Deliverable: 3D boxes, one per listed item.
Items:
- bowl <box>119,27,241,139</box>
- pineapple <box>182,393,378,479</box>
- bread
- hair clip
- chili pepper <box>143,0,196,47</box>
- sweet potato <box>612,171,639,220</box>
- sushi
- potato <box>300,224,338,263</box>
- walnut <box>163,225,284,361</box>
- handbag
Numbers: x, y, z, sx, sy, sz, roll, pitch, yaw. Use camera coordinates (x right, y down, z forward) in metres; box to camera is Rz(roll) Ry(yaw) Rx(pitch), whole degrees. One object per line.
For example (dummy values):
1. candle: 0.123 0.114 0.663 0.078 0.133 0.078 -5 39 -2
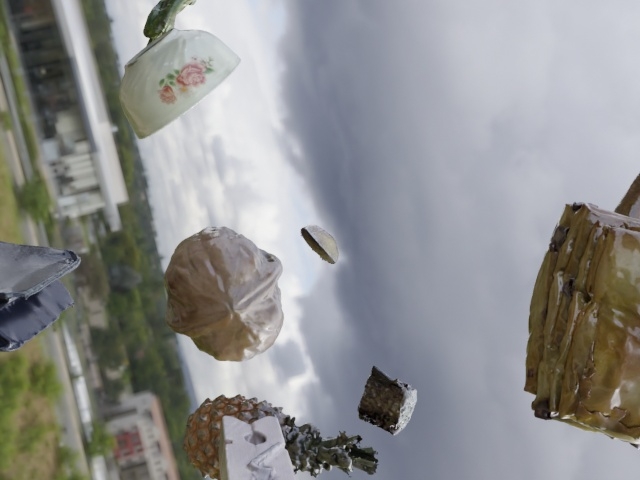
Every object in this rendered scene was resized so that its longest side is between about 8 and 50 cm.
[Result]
1. bowl: -0.314 -0.347 2.220 0.145 0.277 0.277 52 -2 -19
2. pineapple: -0.075 0.358 1.842 0.361 0.175 0.175 0 -72 41
3. bread: 0.434 0.111 1.440 0.167 0.277 0.325 117 -13 -73
4. hair clip: -0.086 0.320 1.398 0.331 0.101 0.085 -130 -137 -77
5. chili pepper: -0.348 -0.484 2.360 0.073 0.204 0.072 37 -21 -21
6. sweet potato: 0.588 -0.037 2.012 0.077 0.244 0.077 31 -17 11
7. sushi: 0.115 0.269 1.789 0.094 0.084 0.098 23 87 -67
8. potato: 0.000 0.001 1.983 0.093 0.036 0.037 48 -26 -16
9. walnut: -0.182 0.101 2.016 0.273 0.227 0.273 180 -90 -86
10. handbag: -0.650 0.087 1.989 0.303 0.329 0.122 -53 152 -72
